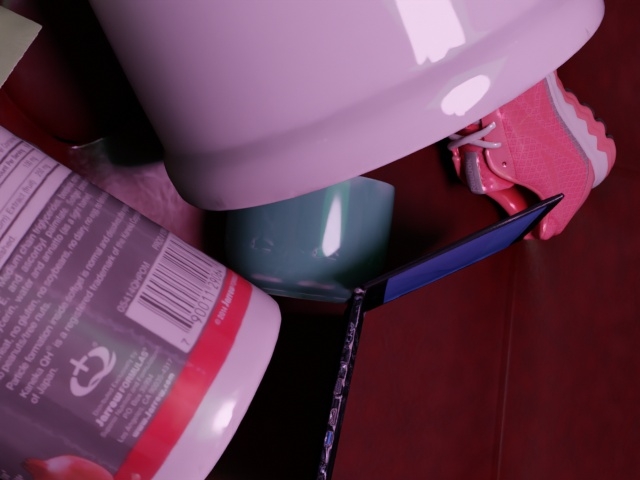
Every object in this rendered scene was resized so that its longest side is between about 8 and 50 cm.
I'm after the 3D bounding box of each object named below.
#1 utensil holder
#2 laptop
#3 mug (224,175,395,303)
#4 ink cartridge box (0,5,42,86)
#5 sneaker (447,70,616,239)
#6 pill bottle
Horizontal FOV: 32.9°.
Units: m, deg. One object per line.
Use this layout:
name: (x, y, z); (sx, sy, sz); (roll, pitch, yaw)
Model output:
utensil holder: (-0.036, -0.264, 0.715); (0.328, 0.328, 0.385); (-38, 111, -31)
laptop: (0.082, 0.097, 0.853); (0.137, 0.234, 0.264); (11, 82, 4)
mug: (0.001, 0.000, 0.864); (0.158, 0.129, 0.097); (10, 86, -28)
ink cartridge box: (-0.280, -0.146, 0.579); (0.235, 0.056, 0.171); (22, 38, -9)
sneaker: (0.164, -0.117, 1.005); (0.314, 0.116, 0.136); (44, 67, -31)
pill bottle: (-0.198, 0.029, 0.637); (0.319, 0.176, 0.176); (33, 70, -10)
